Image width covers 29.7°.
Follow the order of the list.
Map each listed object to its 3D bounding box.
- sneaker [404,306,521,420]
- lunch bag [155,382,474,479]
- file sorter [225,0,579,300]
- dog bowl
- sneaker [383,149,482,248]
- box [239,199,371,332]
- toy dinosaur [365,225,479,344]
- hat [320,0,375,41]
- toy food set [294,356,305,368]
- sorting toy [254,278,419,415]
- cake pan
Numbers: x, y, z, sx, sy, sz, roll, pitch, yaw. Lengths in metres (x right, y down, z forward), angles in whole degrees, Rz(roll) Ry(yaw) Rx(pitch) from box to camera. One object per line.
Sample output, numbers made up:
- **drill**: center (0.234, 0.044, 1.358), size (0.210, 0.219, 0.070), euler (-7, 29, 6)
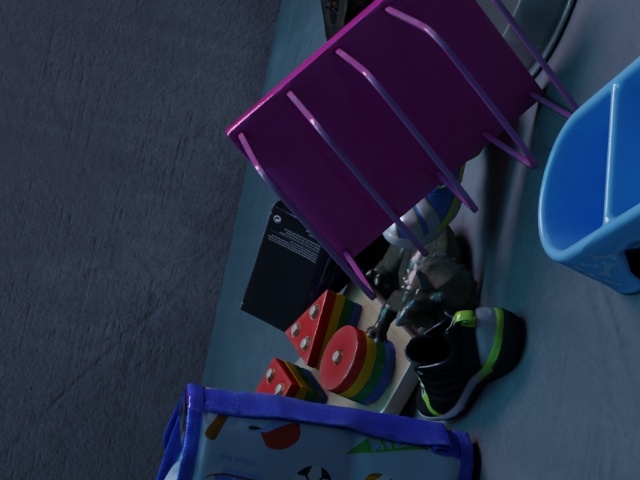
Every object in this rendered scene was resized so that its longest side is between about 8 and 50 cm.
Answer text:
- **sneaker**: center (0.133, 0.124, 1.309), size (0.235, 0.097, 0.084), euler (120, 159, -56)
- **lunch bag**: center (-0.034, 0.346, 1.321), size (0.239, 0.327, 0.385), euler (-109, 31, -66)
- **file sorter**: center (0.088, -0.111, 1.220), size (0.290, 0.202, 0.182), euler (-40, 22, 3)
- **dog bowl**: center (0.261, -0.062, 0.957), size (0.297, 0.074, 0.166), euler (133, 147, -67)
- **sneaker**: center (0.127, -0.109, 1.387), size (0.126, 0.091, 0.240), euler (76, -147, -49)
- **box**: center (0.000, 0.000, 1.799), size (0.261, 0.103, 0.184), euler (-42, -23, -57)
- **toy dinosaur**: center (0.126, 0.036, 1.475), size (0.160, 0.121, 0.313), euler (-56, 17, 31)
- **hat**: center (0.071, -0.488, 2.148), size (0.331, 0.134, 0.331), euler (175, 90, -85)
- **toy food set**: center (0.015, 0.266, 1.794), size (0.306, 0.092, 0.220), euler (128, 153, -46)
- **sorting toy**: center (0.008, 0.191, 1.617), size (0.255, 0.089, 0.257), euler (-62, 24, 9)
- **cake pan**: center (0.232, -0.320, 1.410), size (0.293, 0.054, 0.293), euler (-167, 90, -79)
